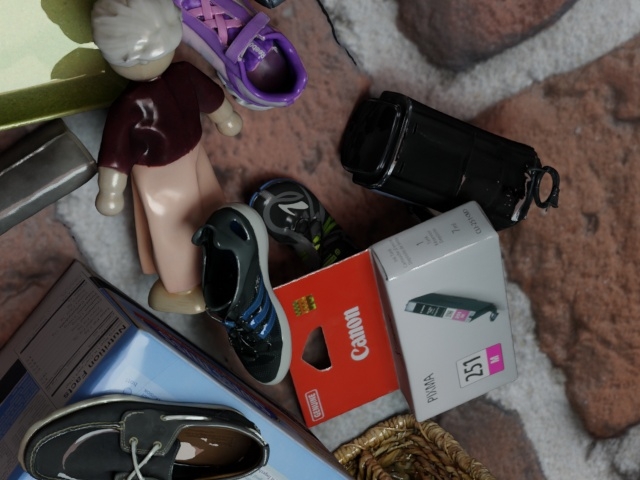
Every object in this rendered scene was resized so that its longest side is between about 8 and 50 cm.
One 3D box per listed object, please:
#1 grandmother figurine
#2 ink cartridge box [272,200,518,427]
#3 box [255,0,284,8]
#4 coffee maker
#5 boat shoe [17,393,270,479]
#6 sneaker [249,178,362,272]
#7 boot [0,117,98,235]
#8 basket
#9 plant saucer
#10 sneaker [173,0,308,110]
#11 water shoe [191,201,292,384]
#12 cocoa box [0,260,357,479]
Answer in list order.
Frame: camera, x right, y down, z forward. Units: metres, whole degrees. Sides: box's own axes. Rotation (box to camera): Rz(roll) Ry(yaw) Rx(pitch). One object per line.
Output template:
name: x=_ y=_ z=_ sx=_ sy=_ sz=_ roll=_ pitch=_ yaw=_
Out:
grandmother figurine: x=-0.158 y=-0.094 z=1.903 sx=0.208 sy=0.104 sz=0.342 roll=-51 pitch=139 yaw=-49
ink cartridge box: x=0.083 y=0.102 z=2.056 sx=0.239 sy=0.060 sz=0.275 roll=-24 pitch=142 yaw=-7
box: x=-0.012 y=-0.374 z=1.937 sx=0.232 sy=0.059 sz=0.183 roll=-37 pitch=116 yaw=-9
coffee maker: x=0.135 y=-0.087 z=2.035 sx=0.178 sy=0.171 sz=0.120 roll=18 pitch=67 yaw=-30
boat shoe: x=-0.162 y=0.193 z=1.788 sx=0.233 sy=0.079 sz=0.084 roll=0 pitch=107 yaw=-23
sneaker: x=0.000 y=0.000 z=2.055 sx=0.067 sy=0.078 sz=0.188 roll=-48 pitch=118 yaw=-3
boot: x=-0.306 y=-0.022 z=1.859 sx=0.208 sy=0.190 sz=0.076 roll=-24 pitch=134 yaw=-11
basket: x=0.060 y=0.333 z=2.068 sx=0.213 sy=0.299 sz=0.223 roll=0 pitch=109 yaw=-22
plant saucer: x=-0.281 y=-0.212 z=1.879 sx=0.188 sy=0.045 sz=0.188 roll=-14 pitch=112 yaw=-20
sneaker: x=-0.094 y=-0.213 z=1.929 sx=0.236 sy=0.104 sz=0.095 roll=42 pitch=89 yaw=-28
water shoe: x=-0.087 y=0.063 z=1.929 sx=0.080 sy=0.073 sz=0.203 roll=-36 pitch=122 yaw=-45
cocoa box: x=-0.164 y=0.229 z=1.972 sx=0.347 sy=0.228 sz=0.231 roll=39 pitch=89 yaw=-29
